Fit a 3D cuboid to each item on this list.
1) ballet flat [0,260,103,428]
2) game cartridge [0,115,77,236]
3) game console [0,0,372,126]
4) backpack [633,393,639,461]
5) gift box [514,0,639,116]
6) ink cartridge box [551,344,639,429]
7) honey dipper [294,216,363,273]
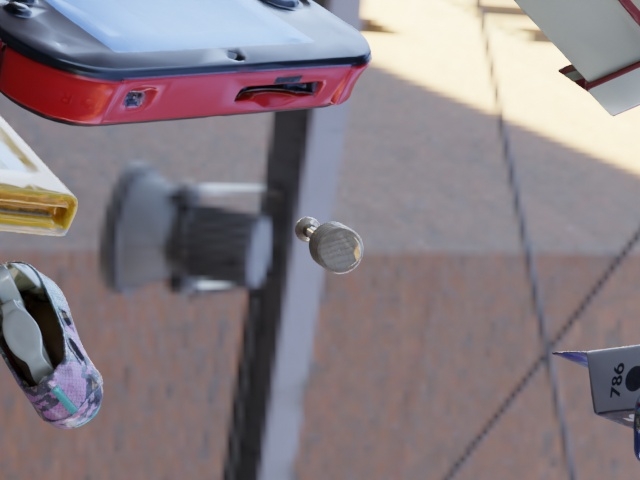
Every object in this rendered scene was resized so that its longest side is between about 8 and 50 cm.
[{"bbox_3d":[-0.245,0.068,1.588,0.221,0.077,0.079,51,-7,47],"label":"ballet flat"},{"bbox_3d":[-0.418,-0.112,1.810,0.324,0.285,0.053,45,-61,43],"label":"game cartridge"},{"bbox_3d":[-0.176,-0.209,1.586,0.342,0.386,0.060,42,-59,30],"label":"game console"},{"bbox_3d":[0.269,0.133,1.328,0.084,0.105,0.114,21,-49,36],"label":"backpack"},{"bbox_3d":[0.289,-0.282,1.708,0.276,0.258,0.255,-21,-138,38],"label":"gift box"},{"bbox_3d":[0.346,0.126,1.530,0.332,0.165,0.065,-12,-119,56],"label":"ink cartridge box"},{"bbox_3d":[0.000,0.000,1.264,0.160,0.030,0.030,-155,-113,-80],"label":"honey dipper"}]
